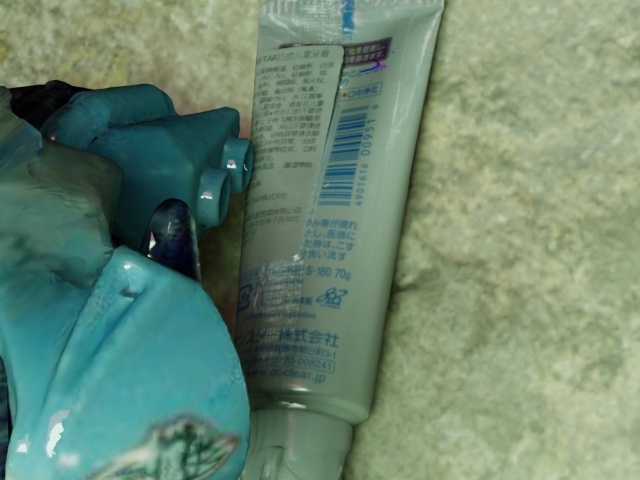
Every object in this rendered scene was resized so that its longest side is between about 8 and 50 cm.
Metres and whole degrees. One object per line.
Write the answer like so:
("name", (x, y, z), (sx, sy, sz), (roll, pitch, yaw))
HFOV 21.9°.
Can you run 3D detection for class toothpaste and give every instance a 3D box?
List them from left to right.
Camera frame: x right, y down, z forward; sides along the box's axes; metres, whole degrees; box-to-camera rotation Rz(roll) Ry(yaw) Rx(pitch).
("toothpaste", (0.000, 0.000, 0.890), (0.114, 0.073, 0.299), (-2, 69, 25))

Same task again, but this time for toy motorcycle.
("toy motorcycle", (-0.120, 0.022, 0.739), (0.232, 0.416, 0.172), (9, 111, 8))
